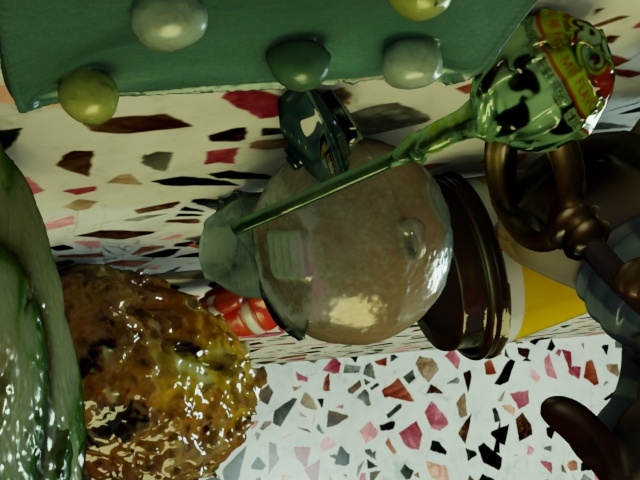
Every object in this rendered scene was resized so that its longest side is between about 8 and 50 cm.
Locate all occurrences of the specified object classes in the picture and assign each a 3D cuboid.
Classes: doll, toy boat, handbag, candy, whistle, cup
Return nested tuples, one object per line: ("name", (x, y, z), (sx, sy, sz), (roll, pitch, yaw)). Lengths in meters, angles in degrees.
("doll", (-0.178, 0.108, 1.638), (0.336, 0.105, 0.200), (-17, 169, 8))
("toy boat", (-0.004, -0.086, 0.840), (0.060, 0.055, 0.141), (-32, 167, -1))
("handbag", (-0.015, -0.129, 0.489), (0.269, 0.100, 0.274), (-4, 169, -14))
("candy", (0.058, -0.069, 0.795), (0.305, 0.083, 0.091), (-23, 121, 23))
("whistle", (0.000, 0.000, 1.039), (0.189, 0.189, 0.348), (0, 180, -33))
("cup", (0.229, 0.007, 1.169), (0.280, 0.196, 0.196), (-12, 171, -14))
("doll", (0.262, 0.053, 0.940), (0.209, 0.339, 0.318), (-14, 142, 4))

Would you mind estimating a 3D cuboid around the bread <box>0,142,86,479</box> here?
("bread", (-0.272, 0.093, 0.774), (0.129, 0.366, 0.382), (-8, 147, 8))

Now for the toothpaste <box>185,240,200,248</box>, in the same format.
("toothpaste", (-0.055, 0.005, 1.320), (0.193, 0.045, 0.071), (-4, 170, 16))

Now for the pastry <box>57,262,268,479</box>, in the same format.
("pastry", (-0.288, 0.177, 1.391), (0.405, 0.292, 0.337), (1, 152, 17))
